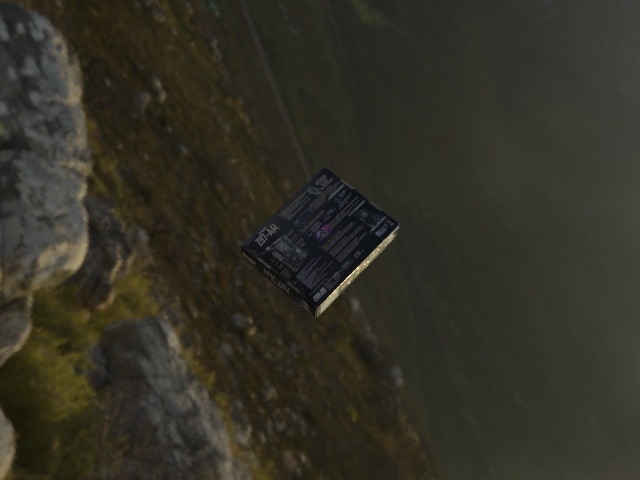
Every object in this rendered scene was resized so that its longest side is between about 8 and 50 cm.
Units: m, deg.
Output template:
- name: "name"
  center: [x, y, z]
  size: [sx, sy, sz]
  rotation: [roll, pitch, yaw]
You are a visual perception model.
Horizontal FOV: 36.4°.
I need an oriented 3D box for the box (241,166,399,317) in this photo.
- name: "box"
  center: [0.000, 0.000, 0.637]
  size: [0.067, 0.083, 0.018]
  rotation: [38, -23, 16]
